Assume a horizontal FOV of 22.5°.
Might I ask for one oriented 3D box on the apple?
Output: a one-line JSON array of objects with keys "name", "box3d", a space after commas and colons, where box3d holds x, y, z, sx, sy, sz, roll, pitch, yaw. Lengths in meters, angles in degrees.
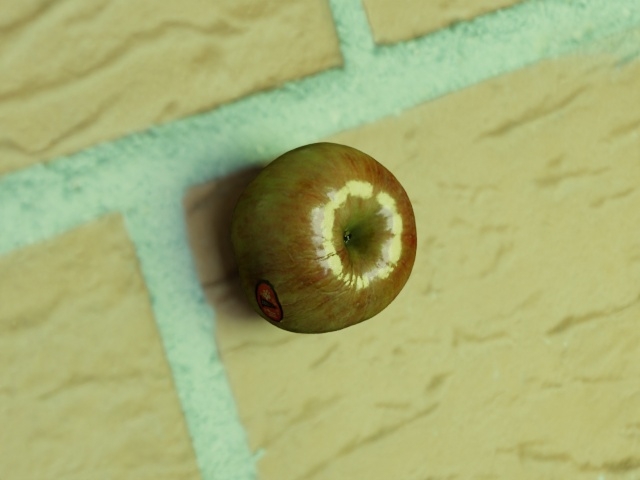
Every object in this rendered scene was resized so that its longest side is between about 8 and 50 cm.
[{"name": "apple", "box3d": [0.001, -0.003, 1.054, 0.126, 0.102, 0.126, -1, 93, -33]}]
